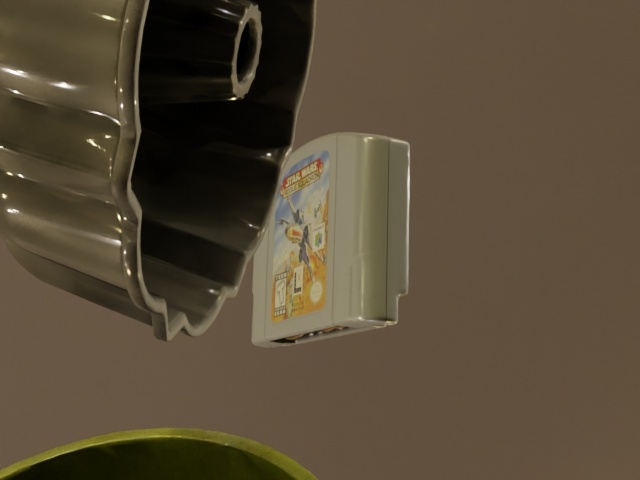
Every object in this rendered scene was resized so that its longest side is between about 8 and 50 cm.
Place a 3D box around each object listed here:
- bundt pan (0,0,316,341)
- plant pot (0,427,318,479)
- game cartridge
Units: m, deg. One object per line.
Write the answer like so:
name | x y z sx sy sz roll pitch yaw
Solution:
bundt pan | -0.098 -0.115 0.605 0.124 0.331 0.331 11 -73 11
plant pot | -0.110 0.374 0.689 0.366 0.366 0.353 -22 -60 -11
game cartridge | 0.000 0.000 1.089 0.062 0.297 0.198 2 -101 -24
